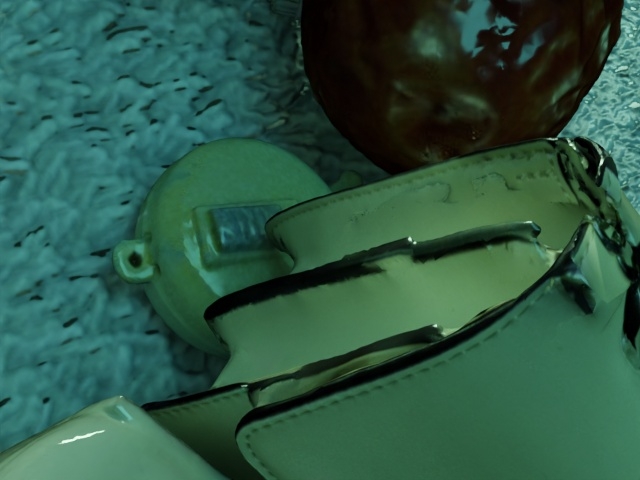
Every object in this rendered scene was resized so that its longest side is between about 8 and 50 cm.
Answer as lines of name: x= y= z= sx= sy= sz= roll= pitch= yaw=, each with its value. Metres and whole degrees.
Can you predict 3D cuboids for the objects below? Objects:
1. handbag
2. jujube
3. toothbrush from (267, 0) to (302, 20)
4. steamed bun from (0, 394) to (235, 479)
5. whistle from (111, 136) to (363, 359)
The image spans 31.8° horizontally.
handbag: x=0.117 y=0.141 z=0.519 sx=0.358 sy=0.236 sz=0.160 roll=50 pitch=49 yaw=-21
jujube: x=0.090 y=-0.156 z=0.698 sx=0.197 sy=0.197 sz=0.290 roll=37 pitch=39 yaw=-15
toothbrush: x=-0.027 y=-0.278 z=0.781 sx=0.025 sy=0.020 sz=0.286 roll=7 pitch=66 yaw=-23
steamed bun: x=-0.075 y=0.199 z=0.463 sx=0.241 sy=0.146 sz=0.164 roll=44 pitch=52 yaw=-11
whistle: x=0.000 y=0.000 z=0.651 sx=0.258 sy=0.067 sz=0.126 roll=-5 pitch=74 yaw=-37
